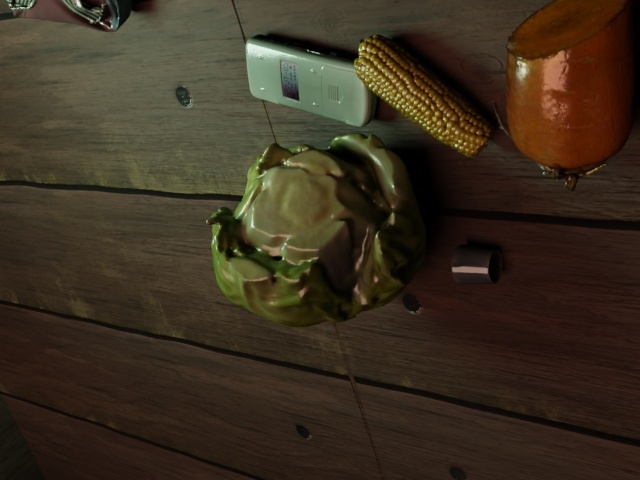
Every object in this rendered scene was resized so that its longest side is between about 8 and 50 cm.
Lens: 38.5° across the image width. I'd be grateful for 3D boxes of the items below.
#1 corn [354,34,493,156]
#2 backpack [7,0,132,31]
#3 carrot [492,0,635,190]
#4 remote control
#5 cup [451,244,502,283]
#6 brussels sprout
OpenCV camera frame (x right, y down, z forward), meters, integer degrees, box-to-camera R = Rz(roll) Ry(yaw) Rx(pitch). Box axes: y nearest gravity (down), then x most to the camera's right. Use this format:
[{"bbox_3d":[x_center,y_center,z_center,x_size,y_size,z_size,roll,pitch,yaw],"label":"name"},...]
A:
[{"bbox_3d":[0.174,-0.264,1.645,0.310,0.101,0.101,42,140,11],"label":"corn"},{"bbox_3d":[-0.549,-0.613,1.946,0.283,0.197,0.317,9,133,5],"label":"backpack"},{"bbox_3d":[0.381,-0.214,1.419,0.214,0.193,0.331,-13,123,3],"label":"carrot"},{"bbox_3d":[-0.019,-0.320,1.813,0.296,0.056,0.140,20,133,29],"label":"remote control"},{"bbox_3d":[0.313,0.054,1.797,0.077,0.078,0.100,4,157,35],"label":"cup"},{"bbox_3d":[0.004,-0.002,1.836,0.425,0.343,0.361,-9,161,12],"label":"brussels sprout"}]
